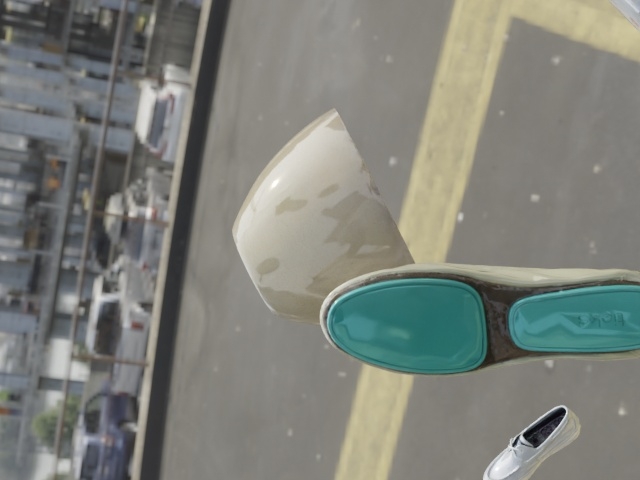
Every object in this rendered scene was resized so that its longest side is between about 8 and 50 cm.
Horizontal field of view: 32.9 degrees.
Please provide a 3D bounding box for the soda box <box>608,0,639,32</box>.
[{"bbox_3d":[0.301,-0.246,0.789,0.216,0.069,0.074,-41,62,12],"label":"soda box"}]

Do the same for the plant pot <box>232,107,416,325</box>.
[{"bbox_3d":[0.000,0.000,1.395,0.284,0.191,0.284,62,-176,-7],"label":"plant pot"}]

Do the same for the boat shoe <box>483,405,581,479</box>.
[{"bbox_3d":[0.331,0.330,1.725,0.184,0.063,0.066,-34,40,5],"label":"boat shoe"}]

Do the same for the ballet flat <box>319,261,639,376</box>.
[{"bbox_3d":[0.126,0.052,0.791,0.086,0.248,0.086,1,-90,-84],"label":"ballet flat"}]
